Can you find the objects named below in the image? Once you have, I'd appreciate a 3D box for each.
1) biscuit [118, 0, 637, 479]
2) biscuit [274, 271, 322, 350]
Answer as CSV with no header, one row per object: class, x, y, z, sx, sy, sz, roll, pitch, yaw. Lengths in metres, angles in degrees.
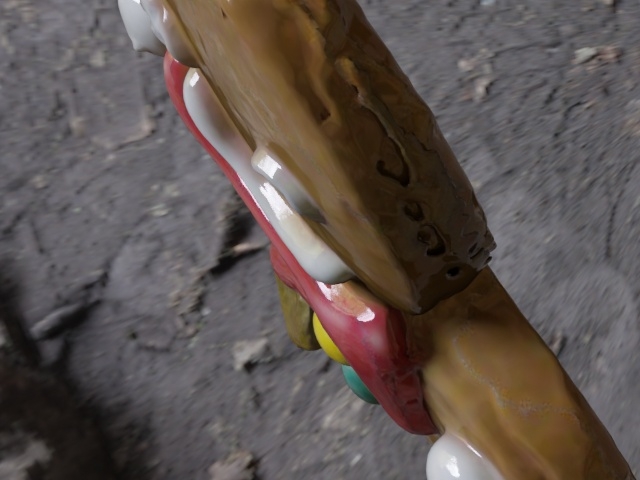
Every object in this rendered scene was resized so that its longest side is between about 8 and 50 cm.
biscuit,0.009,0.002,0.510,0.047,0.339,0.216,-36,71,-2
biscuit,0.000,0.000,1.422,0.039,0.183,0.174,-8,92,-19
